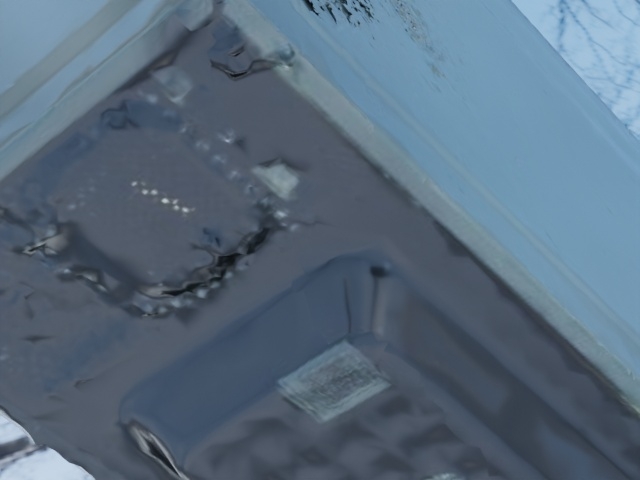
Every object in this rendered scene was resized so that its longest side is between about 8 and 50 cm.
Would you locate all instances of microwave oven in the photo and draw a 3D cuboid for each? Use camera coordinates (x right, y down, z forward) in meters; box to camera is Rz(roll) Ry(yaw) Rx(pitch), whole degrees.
[{"bbox_3d":[0.000,0.000,0.541,0.181,0.237,0.295,-34,-57,24],"label":"microwave oven"}]
